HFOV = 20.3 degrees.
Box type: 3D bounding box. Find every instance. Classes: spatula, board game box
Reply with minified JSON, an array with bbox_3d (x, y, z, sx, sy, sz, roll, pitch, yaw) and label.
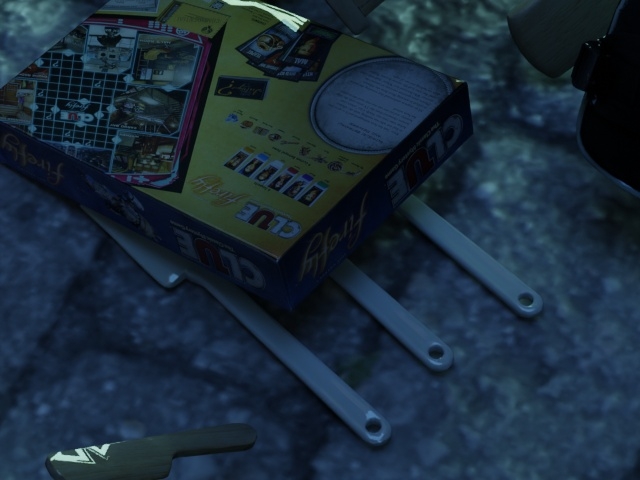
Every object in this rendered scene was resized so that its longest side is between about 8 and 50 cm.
[{"bbox_3d":[0.000,0.000,1.019,0.168,0.019,0.242,-36,58,-24],"label":"spatula"},{"bbox_3d":[-0.058,-0.069,1.032,0.243,0.042,0.165,26,57,33],"label":"board game box"}]

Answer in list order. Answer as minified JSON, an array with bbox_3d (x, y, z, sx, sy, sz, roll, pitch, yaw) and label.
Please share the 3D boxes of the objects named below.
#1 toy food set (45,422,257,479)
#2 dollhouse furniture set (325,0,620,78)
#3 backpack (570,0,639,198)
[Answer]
[{"bbox_3d":[-0.038,0.190,0.854,0.128,0.071,0.218,-13,51,-38],"label":"toy food set"},{"bbox_3d":[0.045,-0.258,1.150,0.198,0.286,0.303,-39,31,4],"label":"dollhouse furniture set"},{"bbox_3d":[0.292,-0.088,0.948,0.253,0.225,0.191,32,28,25],"label":"backpack"}]
